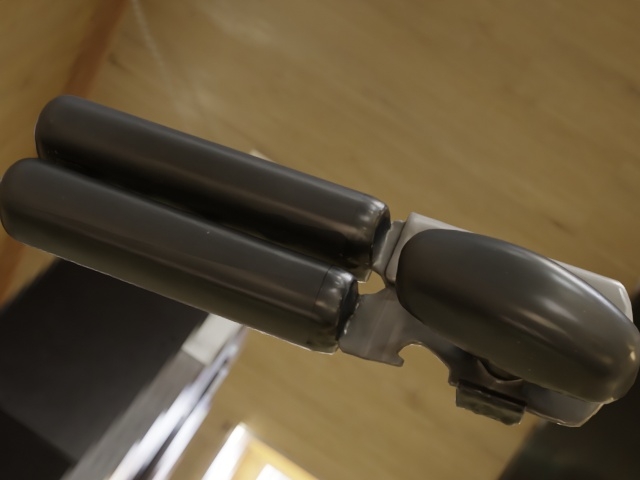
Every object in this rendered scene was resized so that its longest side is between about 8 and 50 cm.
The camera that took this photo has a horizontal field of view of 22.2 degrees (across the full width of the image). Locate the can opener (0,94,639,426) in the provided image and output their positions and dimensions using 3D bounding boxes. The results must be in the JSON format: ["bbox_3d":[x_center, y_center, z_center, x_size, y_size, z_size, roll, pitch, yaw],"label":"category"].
[{"bbox_3d":[0.000,0.000,0.679,0.093,0.280,0.074,88,24,-55],"label":"can opener"}]
